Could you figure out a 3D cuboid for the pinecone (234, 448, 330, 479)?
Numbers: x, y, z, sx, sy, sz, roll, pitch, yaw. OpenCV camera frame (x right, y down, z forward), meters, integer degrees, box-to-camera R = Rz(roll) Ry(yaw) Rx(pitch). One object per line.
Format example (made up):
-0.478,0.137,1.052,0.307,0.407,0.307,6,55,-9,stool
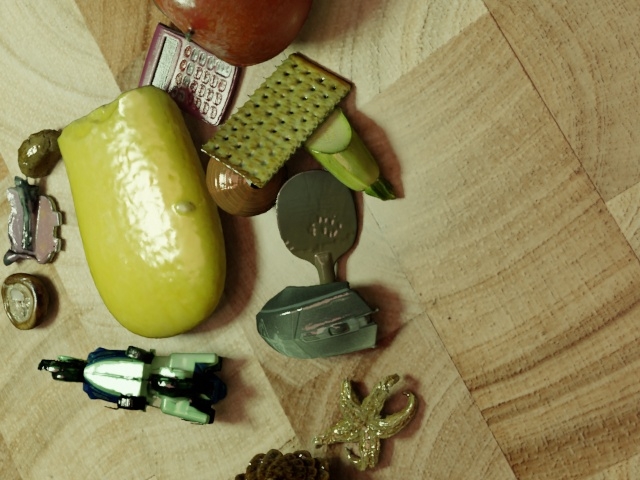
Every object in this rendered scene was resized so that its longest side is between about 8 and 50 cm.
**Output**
-0.052,0.452,1.774,0.207,0.207,0.208,4,97,31,pinecone

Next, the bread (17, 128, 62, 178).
-0.537,-0.169,2.062,0.113,0.082,0.060,-40,72,25,bread

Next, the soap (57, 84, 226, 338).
-0.308,-0.038,1.915,0.306,0.115,0.427,-17,87,28,soap

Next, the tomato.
-0.132,-0.408,1.683,0.264,0.265,0.265,4,97,31,tomato

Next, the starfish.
0.064,0.296,1.758,0.209,0.053,0.150,-29,76,32,starfish

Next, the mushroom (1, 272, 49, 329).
-0.581,0.119,2.134,0.123,0.052,0.123,7,102,38,mushroom

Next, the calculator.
-0.229,-0.289,1.889,0.190,0.034,0.127,29,108,20,calculator

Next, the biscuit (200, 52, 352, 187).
-0.070,-0.197,1.733,0.139,0.016,0.231,33,73,25,biscuit

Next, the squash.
0.043,-0.134,1.713,0.200,0.090,0.075,45,151,17,squash

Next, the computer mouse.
-0.009,0.140,1.752,0.231,0.071,0.126,-7,114,30,computer mouse

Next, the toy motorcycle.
-0.329,0.246,1.926,0.331,0.196,0.125,5,83,17,toy motorcycle

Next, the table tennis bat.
0.000,0.000,1.760,0.131,0.022,0.234,-8,101,5,table tennis bat

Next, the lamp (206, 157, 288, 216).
-0.120,-0.105,1.780,0.136,0.136,0.136,4,97,31,lamp

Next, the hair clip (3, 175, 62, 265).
-0.566,-0.038,2.116,0.146,0.056,0.187,7,107,30,hair clip
